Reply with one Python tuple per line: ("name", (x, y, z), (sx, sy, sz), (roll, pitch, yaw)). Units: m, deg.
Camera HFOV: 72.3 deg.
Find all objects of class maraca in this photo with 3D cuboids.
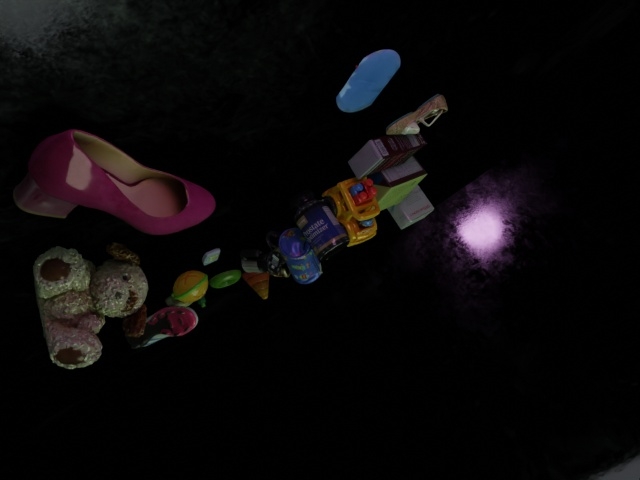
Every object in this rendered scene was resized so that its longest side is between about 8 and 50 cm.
("maraca", (-0.441, 0.154, 1.469), (0.127, 0.099, 0.186), (-38, -165, -29))

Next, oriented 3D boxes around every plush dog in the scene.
("plush dog", (-0.509, 0.125, 0.996), (0.226, 0.262, 0.211), (-12, -169, -35))

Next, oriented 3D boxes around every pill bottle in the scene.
("pill bottle", (-0.009, -0.054, 1.439), (0.123, 0.219, 0.123), (-32, 167, -8))

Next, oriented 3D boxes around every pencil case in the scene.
("pencil case", (-0.068, 0.067, 1.646), (0.133, 0.119, 0.306), (9, 157, 12))

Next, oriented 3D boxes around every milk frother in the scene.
("milk frother", (-0.212, 0.044, 1.624), (0.135, 0.129, 0.143), (0, -137, 36))

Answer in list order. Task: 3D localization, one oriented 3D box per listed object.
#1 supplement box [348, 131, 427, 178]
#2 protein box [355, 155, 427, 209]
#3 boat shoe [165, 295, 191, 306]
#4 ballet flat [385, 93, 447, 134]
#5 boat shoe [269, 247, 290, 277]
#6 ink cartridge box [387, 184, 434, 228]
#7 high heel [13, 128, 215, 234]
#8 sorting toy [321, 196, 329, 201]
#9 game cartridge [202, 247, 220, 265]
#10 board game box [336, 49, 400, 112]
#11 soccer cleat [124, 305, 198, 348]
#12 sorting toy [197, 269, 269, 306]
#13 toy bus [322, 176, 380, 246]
("supplement box", (0.221, -0.287, 1.434), (0.240, 0.073, 0.130), (-23, 170, -37))
("protein box", (0.242, -0.218, 1.624), (0.201, 0.135, 0.200), (-23, 164, -34))
("boat shoe", (-0.513, 0.219, 1.631), (0.045, 0.050, 0.135), (-32, 169, 22))
("ballet flat", (0.301, -0.371, 1.345), (0.206, 0.067, 0.073), (-33, 172, 5))
("boat shoe", (-0.175, 0.106, 1.858), (0.342, 0.123, 0.123), (-37, 167, 18))
("ink cartridge box", (0.367, -0.176, 1.907), (0.154, 0.212, 0.093), (-27, 166, -27))
("high heel", (-0.297, -0.096, 0.766), (0.181, 0.127, 0.377), (-28, 168, 32))
("sorting toy", (0.027, -0.154, 1.621), (0.062, 0.012, 0.083), (-20, 166, -30))
("game cartridge", (-0.365, 0.056, 1.456), (0.056, 0.017, 0.083), (-21, 163, -29))
("board game box", (0.097, -0.361, 0.975), (0.133, 0.033, 0.168), (-12, 151, -46))
("soccer cleat", (-0.574, 0.302, 1.630), (0.332, 0.115, 0.143), (-21, -173, 21))
("sorting toy", (-0.328, 0.188, 1.678), (0.366, 0.126, 0.127), (-7, 158, -46))
("toy bus", (0.131, -0.113, 1.482), (0.150, 0.220, 0.211), (-21, 175, -27))
